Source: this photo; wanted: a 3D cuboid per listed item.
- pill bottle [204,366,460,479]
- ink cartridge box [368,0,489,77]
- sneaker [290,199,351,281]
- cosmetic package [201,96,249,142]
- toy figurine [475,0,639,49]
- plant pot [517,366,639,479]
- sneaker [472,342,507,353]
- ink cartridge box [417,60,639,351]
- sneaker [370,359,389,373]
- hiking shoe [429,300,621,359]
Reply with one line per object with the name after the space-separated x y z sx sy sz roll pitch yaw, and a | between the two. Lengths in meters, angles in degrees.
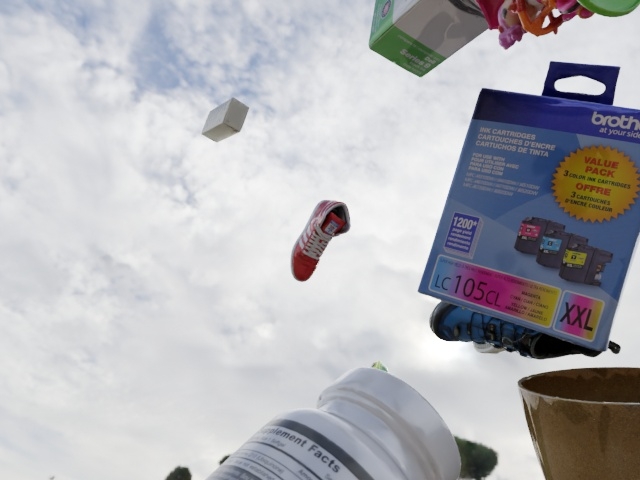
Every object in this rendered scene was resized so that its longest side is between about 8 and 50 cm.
-0.029 0.295 0.491 0.210 0.363 0.210 25 -49 33 | pill bottle
0.212 -0.413 0.774 0.121 0.211 0.289 21 -23 -26 | ink cartridge box
0.000 0.000 0.683 0.042 0.118 0.067 24 -7 -21 | sneaker
-0.193 -0.240 1.057 0.041 0.060 0.115 26 -14 -31 | cosmetic package
0.199 -0.226 0.455 0.130 0.173 0.159 20 -14 -10 | toy figurine
0.391 0.306 0.663 0.237 0.254 0.237 -6 -5 -1 | plant pot
0.502 0.180 1.221 0.150 0.135 0.366 16 -36 -15 | sneaker
0.343 -0.064 0.798 0.270 0.395 0.151 17 -3 27 | ink cartridge box
0.158 0.401 1.181 0.123 0.295 0.109 23 -62 -22 | sneaker
0.340 0.145 0.918 0.304 0.132 0.113 -7 -69 19 | hiking shoe
